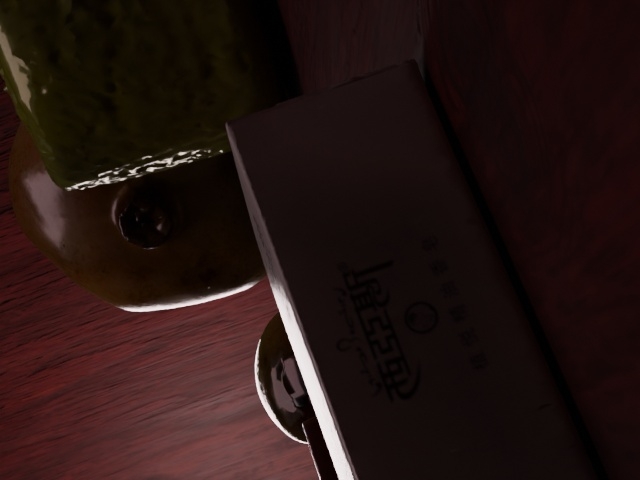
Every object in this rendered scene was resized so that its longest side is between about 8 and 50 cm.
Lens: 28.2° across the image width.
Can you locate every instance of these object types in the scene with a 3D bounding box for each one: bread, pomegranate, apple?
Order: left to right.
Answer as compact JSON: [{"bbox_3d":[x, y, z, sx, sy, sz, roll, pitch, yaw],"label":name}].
[{"bbox_3d":[-0.216,-0.241,1.424,0.348,0.308,0.348,163,90,-84],"label":"bread"},{"bbox_3d":[-0.217,-0.097,1.734,0.416,0.417,0.416,160,90,-87],"label":"pomegranate"},{"bbox_3d":[-0.010,0.189,1.867,0.207,0.174,0.188,10,123,68],"label":"apple"}]

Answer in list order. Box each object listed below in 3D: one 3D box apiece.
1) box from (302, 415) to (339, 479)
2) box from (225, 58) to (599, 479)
[{"bbox_3d":[0.108,0.364,1.233,0.344,0.122,0.385,80,170,-71],"label":"box"},{"bbox_3d":[0.046,0.070,0.669,0.194,0.111,0.260,81,171,-68],"label":"box"}]
